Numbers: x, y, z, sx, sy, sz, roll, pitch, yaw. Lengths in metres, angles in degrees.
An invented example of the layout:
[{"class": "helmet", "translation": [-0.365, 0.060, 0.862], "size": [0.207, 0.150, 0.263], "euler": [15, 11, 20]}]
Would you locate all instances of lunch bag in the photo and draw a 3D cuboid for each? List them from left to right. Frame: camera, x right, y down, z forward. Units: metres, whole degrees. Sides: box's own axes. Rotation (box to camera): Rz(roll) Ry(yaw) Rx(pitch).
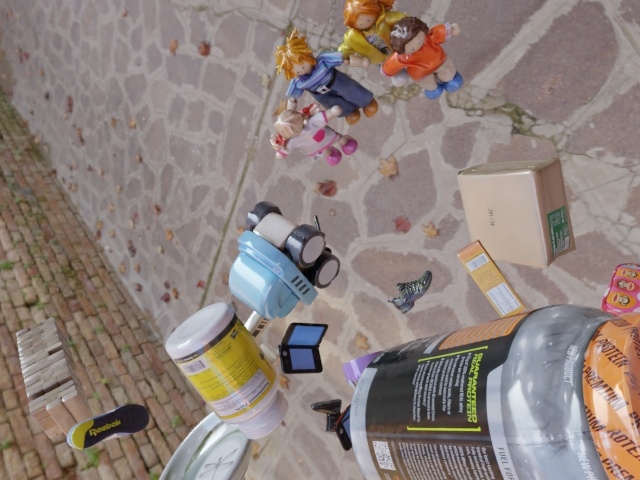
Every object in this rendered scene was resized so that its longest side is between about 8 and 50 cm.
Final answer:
[{"class": "lunch bag", "translation": [0.908, 0.187, 1.181], "size": [0.258, 0.293, 0.120], "euler": [18, 127, 35]}]

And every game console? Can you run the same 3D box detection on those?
[{"class": "game console", "translation": [-0.034, 0.266, 1.086], "size": [0.071, 0.122, 0.107], "euler": [-40, 51, 40]}, {"class": "game console", "translation": [0.113, 0.527, 1.307], "size": [0.085, 0.144, 0.124], "euler": [-31, 80, 38]}]

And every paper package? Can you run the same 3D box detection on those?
[{"class": "paper package", "translation": [0.646, -0.098, 1.474], "size": [0.310, 0.168, 0.324], "euler": [11, 121, 62]}]

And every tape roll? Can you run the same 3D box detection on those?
[{"class": "tape roll", "translation": [0.187, 0.517, 1.797], "size": [0.189, 0.189, 0.080], "euler": [-37, 62, 40]}]

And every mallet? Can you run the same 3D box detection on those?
[{"class": "mallet", "translation": [0.000, 0.000, 1.441], "size": [0.189, 0.039, 0.062], "euler": [-106, 18, -44]}]

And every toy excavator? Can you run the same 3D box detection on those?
[{"class": "toy excavator", "translation": [-0.157, 0.177, 1.281], "size": [0.222, 0.433, 0.445], "euler": [31, 75, 33]}]

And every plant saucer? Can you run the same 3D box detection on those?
[{"class": "plant saucer", "translation": [-0.313, 0.659, 1.280], "size": [0.401, 0.400, 0.100], "euler": [-27, 112, 42]}]

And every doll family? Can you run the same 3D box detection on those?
[{"class": "doll family", "translation": [0.033, -0.207, 0.543], "size": [0.263, 0.163, 0.118], "euler": [-30, 66, 26]}]

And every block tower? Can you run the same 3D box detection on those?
[{"class": "block tower", "translation": [-0.621, 0.303, 1.021], "size": [0.335, 0.091, 0.097], "euler": [31, 139, 46]}]

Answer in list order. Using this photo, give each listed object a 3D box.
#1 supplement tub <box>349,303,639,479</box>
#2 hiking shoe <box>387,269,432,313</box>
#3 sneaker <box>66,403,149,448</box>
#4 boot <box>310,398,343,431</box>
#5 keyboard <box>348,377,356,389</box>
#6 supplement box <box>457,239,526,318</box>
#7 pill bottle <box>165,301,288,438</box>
[{"class": "supplement tub", "translation": [0.180, 0.172, 0.417], "size": [0.316, 0.194, 0.193], "euler": [-39, 69, 57]}, {"class": "hiking shoe", "translation": [0.395, 0.210, 1.938], "size": [0.114, 0.086, 0.226], "euler": [37, 93, 5]}, {"class": "sneaker", "translation": [-0.379, 0.331, 0.791], "size": [0.059, 0.144, 0.053], "euler": [-28, 70, 34]}, {"class": "boot", "translation": [0.026, 0.594, 1.489], "size": [0.045, 0.121, 0.099], "euler": [-14, 77, 63]}, {"class": "keyboard", "translation": [0.150, 0.437, 1.132], "size": [0.014, 0.256, 0.072], "euler": [-43, 34, -6]}, {"class": "supplement box", "translation": [0.497, 0.114, 1.289], "size": [0.080, 0.078, 0.233], "euler": [-34, 85, 20]}, {"class": "pill bottle", "translation": [-0.227, 0.341, 1.141], "size": [0.188, 0.188, 0.333], "euler": [-14, 114, 44]}]
